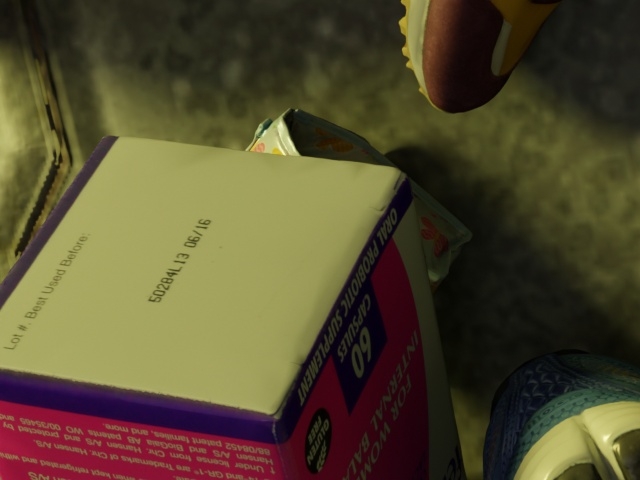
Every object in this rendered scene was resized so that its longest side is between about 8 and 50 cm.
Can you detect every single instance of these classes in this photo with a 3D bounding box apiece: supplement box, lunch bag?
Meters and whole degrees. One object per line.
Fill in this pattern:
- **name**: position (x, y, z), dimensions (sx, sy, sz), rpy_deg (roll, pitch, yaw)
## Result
- **supplement box**: position (-0.022, 0.088, 0.642), dimensions (0.114, 0.111, 0.220), rpy_deg (8, 134, 22)
- **lunch bag**: position (0.000, 0.000, 0.684), dimensions (0.083, 0.053, 0.071), rpy_deg (38, 120, -1)

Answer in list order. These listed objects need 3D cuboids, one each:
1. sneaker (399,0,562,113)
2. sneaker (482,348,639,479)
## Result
- **sneaker**: position (0.089, -0.113, 0.599), dimensions (0.084, 0.069, 0.185), rpy_deg (28, 117, 16)
- **sneaker**: position (0.153, 0.164, 0.632), dimensions (0.129, 0.147, 0.330), rpy_deg (-28, 110, 4)
